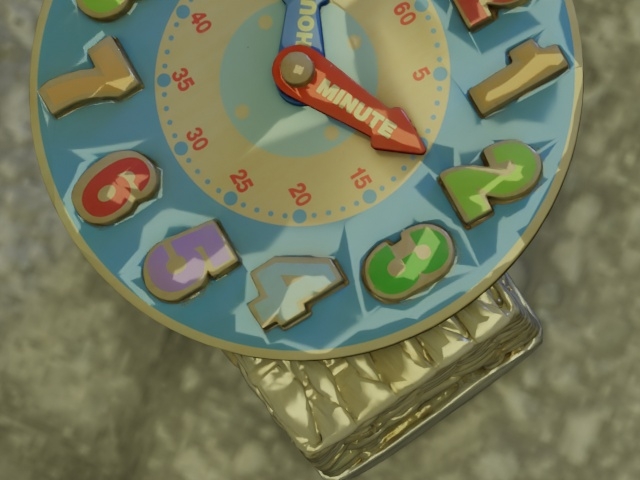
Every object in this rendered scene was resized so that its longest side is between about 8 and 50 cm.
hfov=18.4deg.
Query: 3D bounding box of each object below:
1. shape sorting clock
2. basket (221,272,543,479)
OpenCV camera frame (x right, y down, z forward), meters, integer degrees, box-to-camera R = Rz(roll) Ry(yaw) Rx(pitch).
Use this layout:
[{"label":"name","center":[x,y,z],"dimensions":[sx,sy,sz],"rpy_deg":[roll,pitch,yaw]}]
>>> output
[{"label":"shape sorting clock","center":[-0.007,-0.059,0.723],"dimensions":[0.206,0.040,0.206],"rpy_deg":[-1,81,5]},{"label":"basket","center":[0.000,0.000,0.788],"dimensions":[0.113,0.103,0.167],"rpy_deg":[-35,81,1]}]
